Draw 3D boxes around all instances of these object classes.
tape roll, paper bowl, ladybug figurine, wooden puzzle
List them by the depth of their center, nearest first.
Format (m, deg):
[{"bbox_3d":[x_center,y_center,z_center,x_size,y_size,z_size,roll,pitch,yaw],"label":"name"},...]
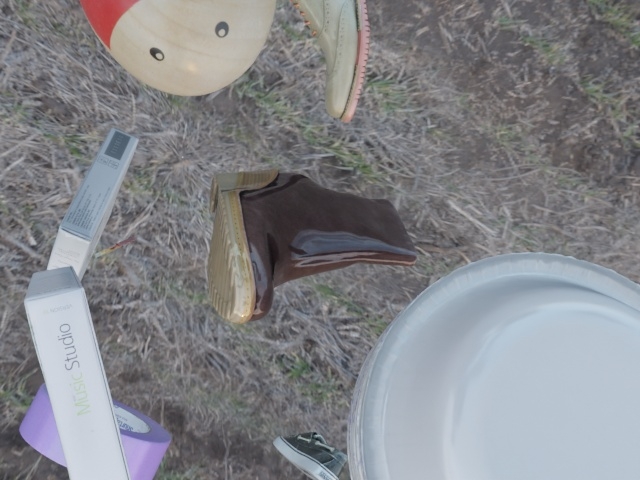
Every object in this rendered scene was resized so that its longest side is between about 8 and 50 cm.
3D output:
[{"bbox_3d":[0.167,0.146,0.480,0.283,0.148,0.285,1,71,-4],"label":"paper bowl"},{"bbox_3d":[-0.230,-0.431,0.935,0.304,0.162,0.450,-23,78,6],"label":"ladybug figurine"},{"bbox_3d":[-0.327,0.011,1.039,0.049,0.083,0.006,-25,95,14],"label":"wooden puzzle"},{"bbox_3d":[-0.437,0.376,1.284,0.274,0.275,0.090,28,81,-14],"label":"tape roll"}]

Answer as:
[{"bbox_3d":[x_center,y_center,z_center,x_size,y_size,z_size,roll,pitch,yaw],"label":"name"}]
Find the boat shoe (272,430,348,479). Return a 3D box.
[{"bbox_3d":[-0.017,0.399,1.226,0.078,0.219,0.070,48,69,-20],"label":"boat shoe"}]

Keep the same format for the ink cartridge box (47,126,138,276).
[{"bbox_3d":[-0.432,-0.039,1.219,0.060,0.275,0.239,23,135,-16],"label":"ink cartridge box"}]

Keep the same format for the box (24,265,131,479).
[{"bbox_3d":[-0.273,0.154,0.735,0.058,0.322,0.233,-14,97,-20],"label":"box"}]

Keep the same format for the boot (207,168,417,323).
[{"bbox_3d":[0.000,0.000,0.624,0.206,0.248,0.090,8,117,-14],"label":"boot"}]

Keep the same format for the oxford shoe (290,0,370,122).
[{"bbox_3d":[0.009,-0.412,1.170,0.146,0.140,0.398,-2,98,-8],"label":"oxford shoe"}]
